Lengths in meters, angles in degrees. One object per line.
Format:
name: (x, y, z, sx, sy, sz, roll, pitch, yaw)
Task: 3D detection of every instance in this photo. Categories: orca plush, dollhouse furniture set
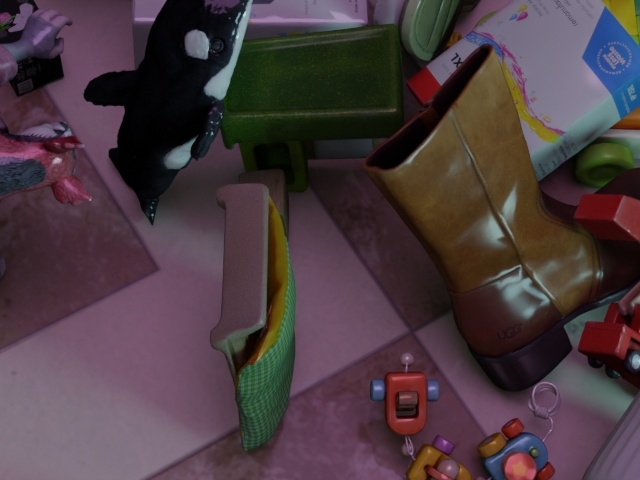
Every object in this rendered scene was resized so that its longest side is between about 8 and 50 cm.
orca plush: (-0.150, -0.127, 1.216, 0.102, 0.287, 0.151, 11, 68, -18)
dollhouse furniture set: (0.000, 0.000, 1.208, 0.151, 0.197, 0.301, -3, 57, 5)

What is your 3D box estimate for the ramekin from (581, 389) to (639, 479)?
ramekin: (0.332, 0.219, 1.099, 0.277, 0.277, 0.135, 38, 72, 14)

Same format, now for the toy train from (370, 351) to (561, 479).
toy train: (0.124, 0.161, 1.206, 0.166, 0.046, 0.125, 5, 90, -5)

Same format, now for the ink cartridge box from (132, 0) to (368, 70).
ink cartridge box: (-0.069, -0.194, 1.341, 0.212, 0.154, 0.093, 1, 62, -5)

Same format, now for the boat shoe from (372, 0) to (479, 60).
boat shoe: (0.093, -0.254, 1.368, 0.103, 0.113, 0.302, 23, 26, 10)

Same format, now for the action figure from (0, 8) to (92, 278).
action figure: (-0.352, -0.080, 1.173, 0.370, 0.275, 0.248, 2, 90, 28)

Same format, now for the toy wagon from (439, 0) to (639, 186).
toy wagon: (0.290, -0.180, 1.417, 0.344, 0.068, 0.267, 3, 62, -4)

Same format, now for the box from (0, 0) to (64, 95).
box: (-0.287, -0.193, 1.373, 0.052, 0.062, 0.083, -25, 68, -16)

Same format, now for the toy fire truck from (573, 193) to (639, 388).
toy fire truck: (0.279, 0.054, 1.231, 0.192, 0.047, 0.135, 30, 74, -35)

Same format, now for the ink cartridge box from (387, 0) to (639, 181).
ink cartridge box: (0.177, -0.128, 1.324, 0.231, 0.078, 0.134, -38, 69, 6)

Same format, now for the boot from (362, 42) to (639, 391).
boot: (0.177, -0.052, 1.230, 0.264, 0.280, 0.096, -40, 34, -15)
